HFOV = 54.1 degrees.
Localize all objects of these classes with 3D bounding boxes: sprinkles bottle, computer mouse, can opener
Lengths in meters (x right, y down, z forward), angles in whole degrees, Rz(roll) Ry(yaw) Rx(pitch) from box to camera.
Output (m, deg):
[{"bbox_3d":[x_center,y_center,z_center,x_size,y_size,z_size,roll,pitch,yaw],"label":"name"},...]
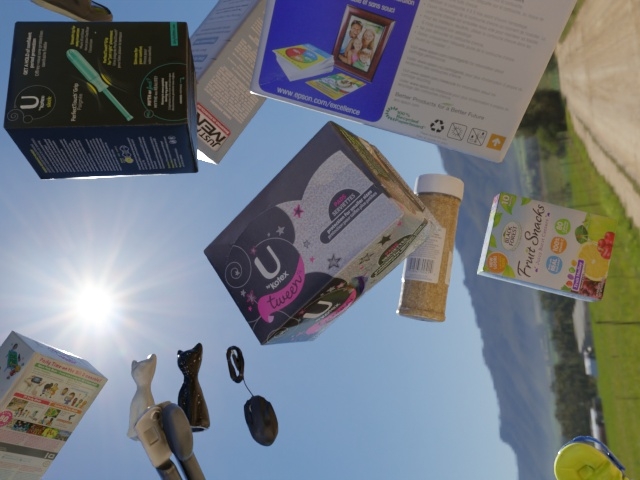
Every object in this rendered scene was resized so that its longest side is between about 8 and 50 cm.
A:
[{"bbox_3d":[0.271,0.019,1.546,0.121,0.121,0.355,30,-112,-66],"label":"sprinkles bottle"},{"bbox_3d":[-0.161,0.338,1.375,0.041,0.071,0.242,7,-137,-49],"label":"computer mouse"},{"bbox_3d":[-0.244,0.399,1.091,0.074,0.093,0.280,-31,-57,-30],"label":"can opener"}]

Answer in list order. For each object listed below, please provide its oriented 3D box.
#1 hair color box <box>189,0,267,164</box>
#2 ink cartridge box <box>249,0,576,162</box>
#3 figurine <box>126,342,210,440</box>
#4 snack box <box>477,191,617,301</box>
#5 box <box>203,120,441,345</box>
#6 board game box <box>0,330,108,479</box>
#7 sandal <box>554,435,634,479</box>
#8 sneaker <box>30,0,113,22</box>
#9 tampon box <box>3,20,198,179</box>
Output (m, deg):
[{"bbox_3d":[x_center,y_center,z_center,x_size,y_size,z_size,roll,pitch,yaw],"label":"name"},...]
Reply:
[{"bbox_3d":[-0.142,-0.319,1.068,0.113,0.185,0.374,42,-102,-35],"label":"hair color box"},{"bbox_3d":[0.072,-0.176,0.439,0.045,0.206,0.208,-79,6,-56],"label":"ink cartridge box"},{"bbox_3d":[-0.379,0.369,1.534,0.092,0.215,0.209,53,-154,-61],"label":"figurine"},{"bbox_3d":[0.269,0.008,0.747,0.037,0.141,0.100,79,-154,-80],"label":"snack box"},{"bbox_3d":[0.000,0.000,0.813,0.163,0.247,0.142,54,-160,23],"label":"box"},{"bbox_3d":[-0.612,0.362,1.266,0.303,0.097,0.224,-56,-32,-11],"label":"board game box"},{"bbox_3d":[0.589,0.499,1.232,0.317,0.126,0.138,49,-164,2],"label":"sandal"},{"bbox_3d":[-0.568,-0.587,1.479,0.083,0.118,0.222,45,-157,23],"label":"sneaker"},{"bbox_3d":[-0.206,-0.136,0.617,0.101,0.161,0.120,103,164,-68],"label":"tampon box"}]
